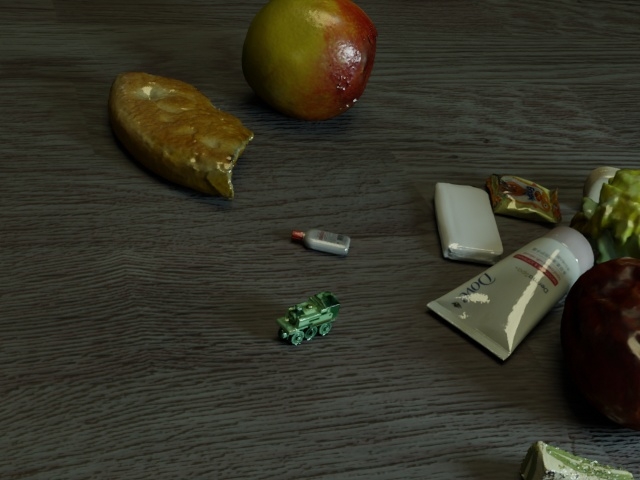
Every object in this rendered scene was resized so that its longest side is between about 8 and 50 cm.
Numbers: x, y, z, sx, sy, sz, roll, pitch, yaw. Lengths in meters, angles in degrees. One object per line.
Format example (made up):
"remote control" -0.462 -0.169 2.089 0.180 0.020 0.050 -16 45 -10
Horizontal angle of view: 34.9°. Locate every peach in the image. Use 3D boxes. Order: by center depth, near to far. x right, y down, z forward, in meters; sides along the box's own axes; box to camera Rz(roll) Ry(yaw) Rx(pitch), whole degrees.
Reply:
"peach" -0.016 -0.320 1.752 0.231 0.230 0.231 8 34 -5

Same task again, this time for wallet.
"wallet" 0.224 -0.029 1.564 0.095 0.033 0.190 10 34 -5

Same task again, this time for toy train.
"toy train" -0.017 0.098 1.285 0.083 0.053 0.033 -15 42 -36

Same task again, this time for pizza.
"pizza" -0.221 -0.173 1.609 0.182 0.073 0.365 -23 46 -38

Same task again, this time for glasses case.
"glasses case" 0.528 -0.064 1.660 0.196 0.083 0.050 14 34 1

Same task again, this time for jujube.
"jujube" 0.393 0.133 1.263 0.184 0.183 0.243 6 26 -7

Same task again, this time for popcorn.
"popcorn" 0.449 -0.007 1.486 0.213 0.197 0.198 -1 28 25

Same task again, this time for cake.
"cake" 0.291 0.272 1.147 0.140 0.055 0.051 20 29 -19

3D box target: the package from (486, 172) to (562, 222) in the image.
"package" 0.330 -0.068 1.654 0.121 0.031 0.108 12 34 1

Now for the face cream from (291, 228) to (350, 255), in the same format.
"face cream" 0.000 0.000 1.464 0.083 0.021 0.040 13 34 2

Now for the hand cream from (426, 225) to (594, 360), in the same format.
"hand cream" 0.273 0.066 1.410 0.133 0.083 0.248 32 48 31
